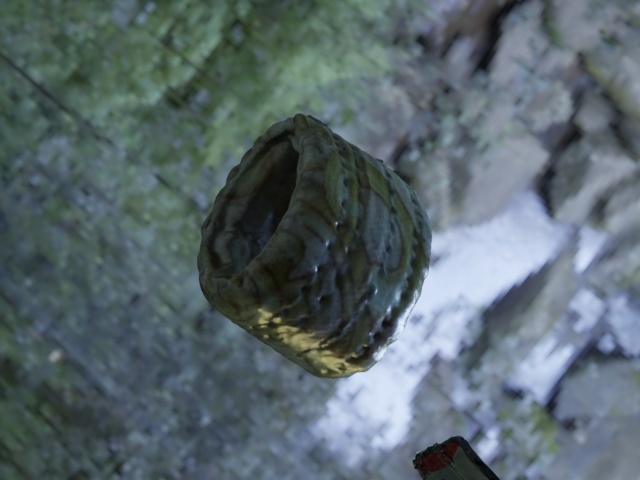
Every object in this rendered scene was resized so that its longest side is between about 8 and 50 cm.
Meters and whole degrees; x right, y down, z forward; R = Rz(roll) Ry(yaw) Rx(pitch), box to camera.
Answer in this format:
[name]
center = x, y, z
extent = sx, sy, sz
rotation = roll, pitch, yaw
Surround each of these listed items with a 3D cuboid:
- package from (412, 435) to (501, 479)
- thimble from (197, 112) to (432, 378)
[package]
center = 0.164, 0.268, 1.620
extent = 0.040, 0.232, 0.166
rotation = -39, 178, -19
[thimble]
center = 0.000, 0.000, 1.482
extent = 0.143, 0.137, 0.190
rotation = 36, 65, -30
